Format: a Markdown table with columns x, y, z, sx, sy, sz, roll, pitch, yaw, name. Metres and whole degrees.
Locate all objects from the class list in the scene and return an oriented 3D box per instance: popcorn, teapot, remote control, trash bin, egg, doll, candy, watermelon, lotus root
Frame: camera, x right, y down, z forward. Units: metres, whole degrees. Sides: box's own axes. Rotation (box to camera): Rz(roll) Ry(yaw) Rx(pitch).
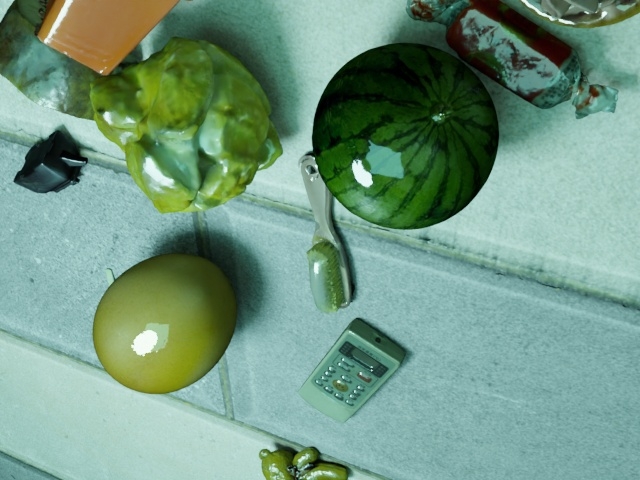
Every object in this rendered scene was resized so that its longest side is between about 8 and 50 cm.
| x | y | z | sx | sy | sz | roll | pitch | yaw | name |
| --- | --- | --- | --- | --- | --- | --- | --- | --- | --- |
| -0.212 | -0.168 | 1.176 | 0.277 | 0.225 | 0.276 | -5 | 80 | 29 | popcorn |
| -0.509 | -0.137 | 1.492 | 0.177 | 0.087 | 0.096 | -19 | 137 | 41 | teapot |
| 0.052 | 0.262 | 1.495 | 0.123 | 0.038 | 0.285 | 35 | 136 | 1 | remote control |
| -0.289 | -0.360 | 1.054 | 0.184 | 0.161 | 0.239 | 28 | 131 | -32 | trash bin |
| -0.290 | 0.153 | 1.468 | 0.250 | 0.250 | 0.322 | 43 | 126 | -5 | egg |
| -0.040 | 0.532 | 1.736 | 0.210 | 0.097 | 0.137 | 4 | 121 | 23 | doll |
| 0.235 | -0.235 | 0.959 | 0.292 | 0.059 | 0.086 | 34 | 132 | 2 | candy |
| 0.107 | -0.132 | 0.999 | 0.242 | 0.242 | 0.242 | 17 | 132 | 20 | watermelon |
| -0.421 | -0.293 | 1.246 | 0.235 | 0.138 | 0.119 | 33 | 118 | -3 | lotus root |

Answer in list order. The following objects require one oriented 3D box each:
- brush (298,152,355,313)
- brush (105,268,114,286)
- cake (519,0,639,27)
| x | y | z | sx | sy | sz | roll | pitch | yaw | name |
| --- | --- | --- | --- | --- | --- | --- | --- | --- | --- |
| 0.001 | 0.001 | 1.297 | 0.072 | 0.067 | 0.312 | 10 | 128 | 26 | brush |
| -0.453 | 0.097 | 1.691 | 0.016 | 0.013 | 0.083 | 6 | 121 | 22 | brush |
| 0.281 | -0.308 | 0.791 | 0.208 | 0.178 | 0.185 | 5 | 126 | 25 | cake |
